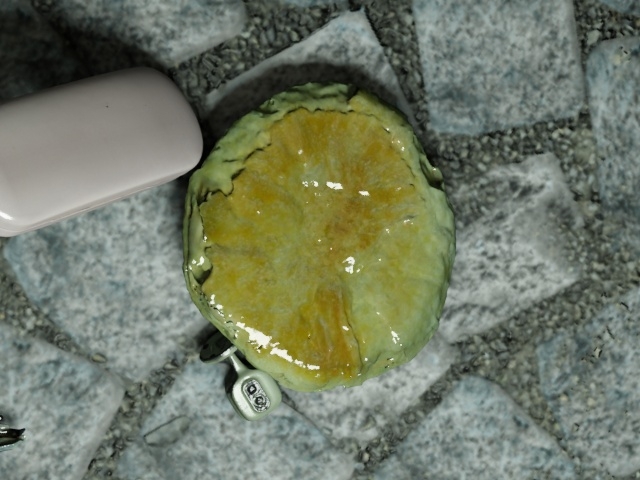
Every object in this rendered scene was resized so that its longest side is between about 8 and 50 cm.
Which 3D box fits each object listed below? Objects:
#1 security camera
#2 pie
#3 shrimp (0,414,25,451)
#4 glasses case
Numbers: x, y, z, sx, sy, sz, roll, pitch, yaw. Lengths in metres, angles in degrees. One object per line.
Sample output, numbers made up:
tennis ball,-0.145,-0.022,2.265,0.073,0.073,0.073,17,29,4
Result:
security camera,-0.074,0.134,1.730,0.058,0.058,0.092,-38,109,-7
pie,0.000,0.000,1.707,0.306,0.071,0.306,2,84,-18
shrimp,-0.431,0.237,1.656,0.317,0.062,0.164,-9,101,-7
glasses case,-0.218,-0.084,1.590,0.297,0.075,0.113,-23,84,-50
